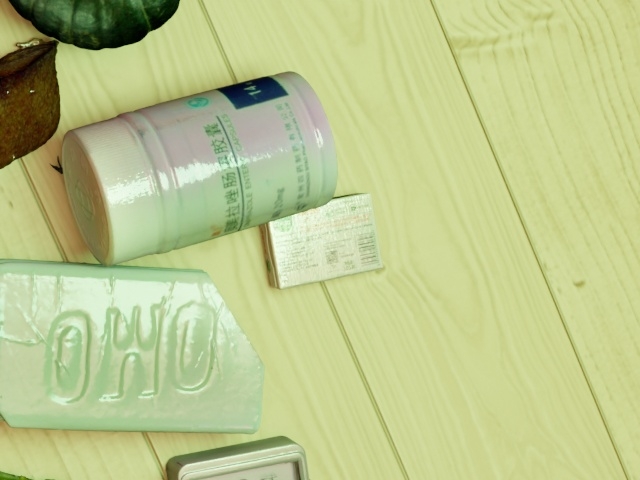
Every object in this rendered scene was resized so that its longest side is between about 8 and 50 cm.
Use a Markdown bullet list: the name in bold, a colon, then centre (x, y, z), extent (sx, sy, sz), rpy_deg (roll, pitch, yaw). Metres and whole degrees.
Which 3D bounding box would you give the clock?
- **clock**: centre (-0.078, 0.322, 1.909), extent (0.150, 0.063, 0.197), rpy_deg (-9, 94, -17)

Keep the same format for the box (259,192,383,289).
- **box**: centre (0.000, 0.000, 1.935), extent (0.125, 0.043, 0.089), rpy_deg (-10, 95, -17)

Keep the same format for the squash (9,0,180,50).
- **squash**: centre (-0.232, -0.302, 1.786), extent (0.218, 0.172, 0.218), rpy_deg (2, 98, 13)

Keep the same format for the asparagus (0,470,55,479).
- **asparagus**: centre (-0.310, 0.265, 1.851), extent (0.165, 0.030, 0.036), rpy_deg (13, 78, -17)

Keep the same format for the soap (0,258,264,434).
- **soap**: centre (-0.206, 0.113, 1.845), extent (0.289, 0.095, 0.173), rpy_deg (4, 91, -18)

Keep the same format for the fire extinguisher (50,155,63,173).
- **fire extinguisher**: centre (-0.245, -0.089, 1.865), extent (0.083, 0.025, 0.038), rpy_deg (-31, 122, -15)

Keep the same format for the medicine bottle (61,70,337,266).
- **medicine bottle**: centre (-0.126, -0.075, 1.827), extent (0.254, 0.152, 0.152), rpy_deg (-17, 97, -22)

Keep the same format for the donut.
- **donut**: centre (-0.372, -0.108, 1.765), extent (0.295, 0.151, 0.112), rpy_deg (-24, 109, -16)
